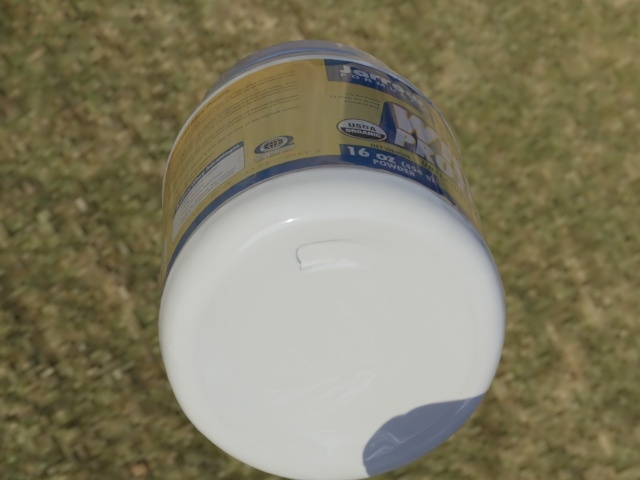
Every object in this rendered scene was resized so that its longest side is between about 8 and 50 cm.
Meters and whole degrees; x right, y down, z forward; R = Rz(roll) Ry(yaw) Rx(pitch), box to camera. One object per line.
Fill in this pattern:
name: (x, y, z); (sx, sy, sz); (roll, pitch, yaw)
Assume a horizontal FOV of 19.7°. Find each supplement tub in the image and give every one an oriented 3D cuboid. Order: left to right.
supplement tub: (0.000, 0.000, 0.832); (0.144, 0.144, 0.200); (45, 16, -22)
